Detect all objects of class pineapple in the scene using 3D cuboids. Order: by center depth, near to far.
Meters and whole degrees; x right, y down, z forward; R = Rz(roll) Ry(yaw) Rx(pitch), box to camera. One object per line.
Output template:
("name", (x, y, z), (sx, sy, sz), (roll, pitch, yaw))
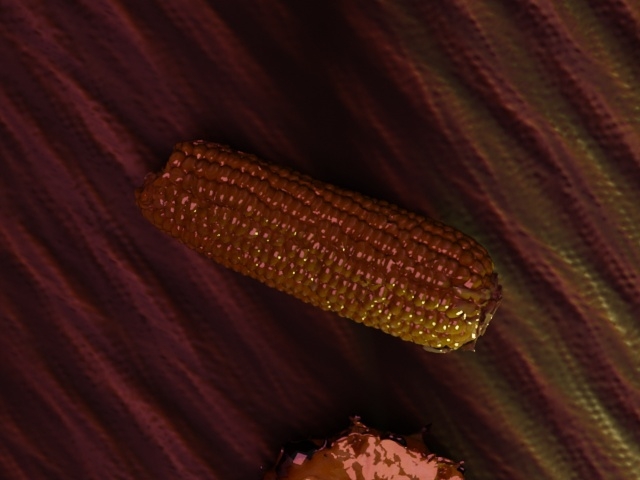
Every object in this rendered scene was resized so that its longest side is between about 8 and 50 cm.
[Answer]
("pineapple", (0.036, 0.236, 1.415), (0.225, 0.076, 0.225), (1, 101, 3))

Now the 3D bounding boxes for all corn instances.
("corn", (0.000, 0.000, 1.364), (0.293, 0.106, 0.106), (23, 101, 0))
